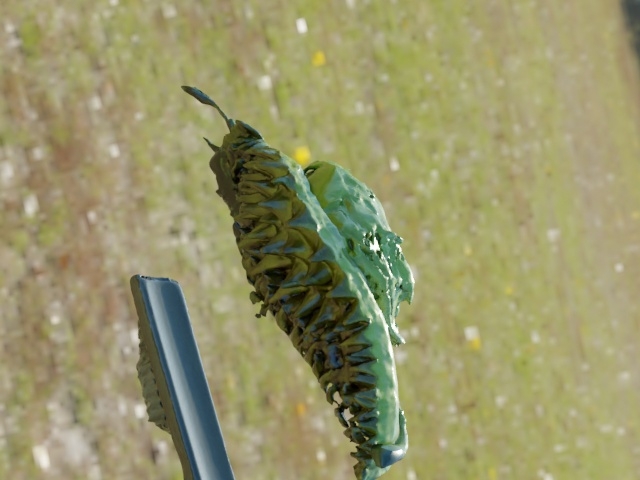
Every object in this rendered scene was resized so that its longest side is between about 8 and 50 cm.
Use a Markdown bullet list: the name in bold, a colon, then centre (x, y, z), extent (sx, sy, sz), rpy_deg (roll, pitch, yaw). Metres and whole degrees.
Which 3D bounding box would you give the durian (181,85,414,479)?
- **durian**: centre (-0.006, 0.004, 1.211), extent (0.132, 0.106, 0.375), rpy_deg (11, 40, -38)

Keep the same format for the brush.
- **brush**: centre (-0.063, 0.106, 0.825), extent (0.034, 0.027, 0.190), rpy_deg (9, 55, -49)
